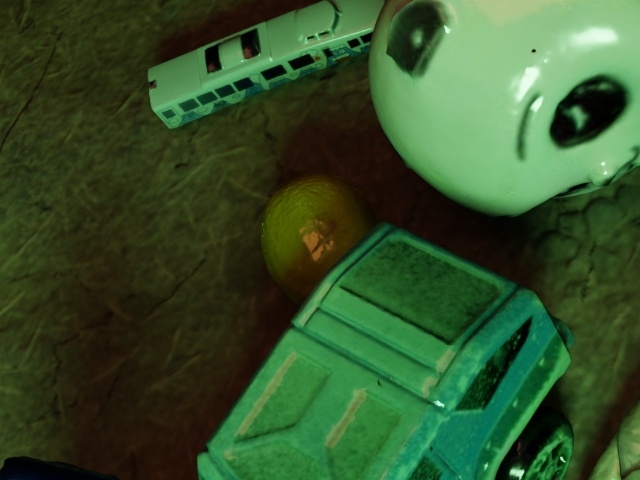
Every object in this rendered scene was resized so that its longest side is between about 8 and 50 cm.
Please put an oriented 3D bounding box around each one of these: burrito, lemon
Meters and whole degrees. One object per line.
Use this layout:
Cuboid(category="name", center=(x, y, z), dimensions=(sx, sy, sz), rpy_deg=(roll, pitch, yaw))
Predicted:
Cuboid(category="burrito", center=(0.198, 0.107, 0.736), dimensions=(0.051, 0.042, 0.171), rpy_deg=(28, 73, 30))
Cuboid(category="lemon", center=(0.000, 0.000, 0.856), dimensions=(0.082, 0.082, 0.111), rpy_deg=(-28, 52, 7))

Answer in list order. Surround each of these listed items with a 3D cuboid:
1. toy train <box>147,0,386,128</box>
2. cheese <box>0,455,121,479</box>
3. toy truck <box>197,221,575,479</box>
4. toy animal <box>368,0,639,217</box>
Cuboid(category="toy train", center=(-0.031, -0.142, 0.972), dimensions=(0.207, 0.047, 0.043), rpy_deg=(-19, 58, 15))
Cuboid(category="cheese", center=(-0.133, 0.278, 0.677), dimensions=(0.217, 0.129, 0.329), rpy_deg=(6, 98, 37))
Cuboid(category="toy truck", center=(0.021, 0.136, 0.726), dimensions=(0.155, 0.156, 0.279), rpy_deg=(27, 74, 33))
Cuboid(category="toy animal", center=(0.161, -0.132, 0.788), dimensions=(0.212, 0.212, 0.267), rpy_deg=(25, 70, 32))
